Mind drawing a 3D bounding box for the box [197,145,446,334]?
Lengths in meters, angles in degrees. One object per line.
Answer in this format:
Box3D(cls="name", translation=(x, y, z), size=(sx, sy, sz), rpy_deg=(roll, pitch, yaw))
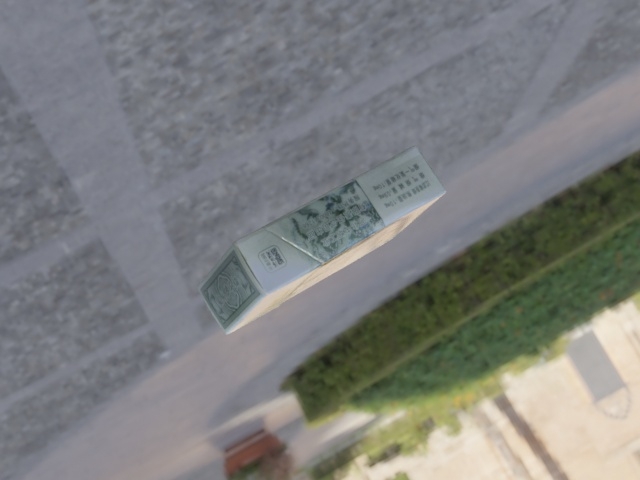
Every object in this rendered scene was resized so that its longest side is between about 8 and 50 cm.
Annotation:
Box3D(cls="box", translation=(0.000, 0.000, 1.379), size=(0.256, 0.069, 0.164), rpy_deg=(-29, 173, -27))
